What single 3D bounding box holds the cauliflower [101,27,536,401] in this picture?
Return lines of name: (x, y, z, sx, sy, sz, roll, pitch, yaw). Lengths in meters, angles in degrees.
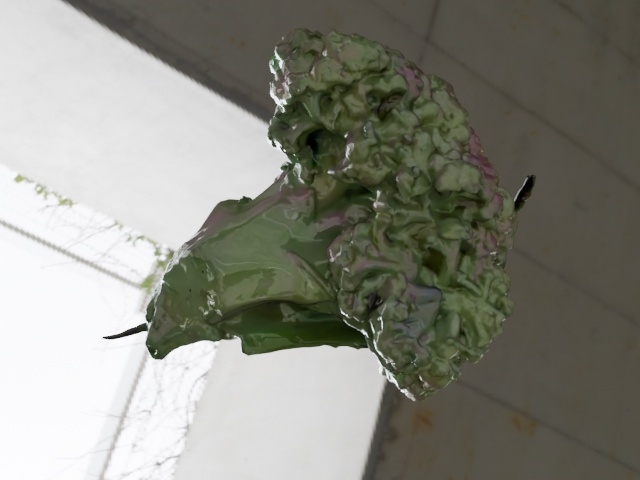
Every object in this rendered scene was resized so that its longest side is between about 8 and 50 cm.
cauliflower: (0.000, 0.000, 0.653, 0.315, 0.239, 0.256, -23, -103, -18)
